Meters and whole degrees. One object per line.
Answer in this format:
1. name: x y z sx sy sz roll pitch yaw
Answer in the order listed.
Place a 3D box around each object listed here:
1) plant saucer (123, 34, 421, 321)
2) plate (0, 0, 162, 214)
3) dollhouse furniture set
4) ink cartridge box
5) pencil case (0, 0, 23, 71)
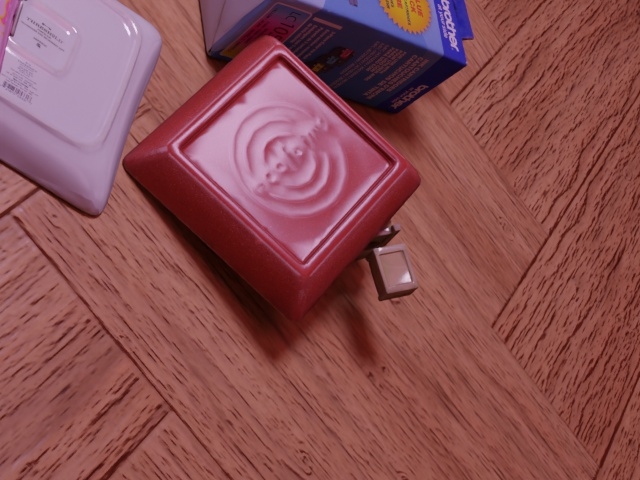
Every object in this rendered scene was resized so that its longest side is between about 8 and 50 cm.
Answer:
1. plant saucer: -0.039 -0.085 1.298 0.259 0.048 0.258 43 59 0
2. plate: -0.295 -0.202 1.206 0.277 0.045 0.278 34 47 -27
3. dollhouse furniture set: 0.000 0.000 1.370 0.161 0.101 0.182 -9 73 -22
4. ink cartridge box: 0.032 -0.338 1.540 0.395 0.151 0.270 13 58 -42
5. pencil case: -0.335 -0.144 1.032 0.124 0.124 0.284 21 67 -35
